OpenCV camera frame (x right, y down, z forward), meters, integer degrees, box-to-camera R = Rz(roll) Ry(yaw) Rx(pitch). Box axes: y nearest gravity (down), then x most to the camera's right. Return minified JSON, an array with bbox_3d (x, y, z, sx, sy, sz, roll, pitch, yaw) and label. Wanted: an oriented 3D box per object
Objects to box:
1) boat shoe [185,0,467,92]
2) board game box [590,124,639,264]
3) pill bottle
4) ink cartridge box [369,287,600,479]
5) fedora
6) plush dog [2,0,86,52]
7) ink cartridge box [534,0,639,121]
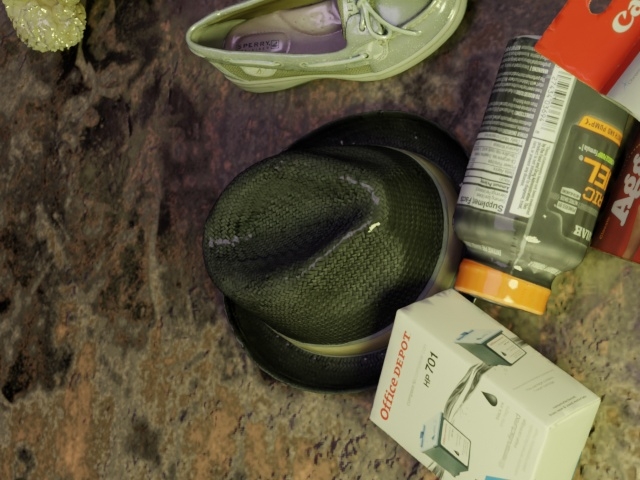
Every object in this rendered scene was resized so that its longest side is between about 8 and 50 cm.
[{"bbox_3d":[0.005,-0.235,1.456,0.320,0.103,0.118,-7,76,33],"label":"boat shoe"},{"bbox_3d":[0.332,-0.110,1.197,0.281,0.027,0.145,-68,15,2],"label":"board game box"},{"bbox_3d":[0.201,-0.057,1.261,0.130,0.130,0.245,17,89,36],"label":"pill bottle"},{"bbox_3d":[0.147,0.156,1.245,0.191,0.082,0.139,36,130,33],"label":"ink cartridge box"},{"bbox_3d":[0.000,0.000,1.373,0.334,0.152,0.334,-9,74,33],"label":"fedora"},{"bbox_3d":[-0.310,-0.398,1.683,0.225,0.210,0.262,-15,70,3],"label":"plush dog"},{"bbox_3d":[0.309,-0.182,1.121,0.232,0.066,0.189,40,98,25],"label":"ink cartridge box"}]
